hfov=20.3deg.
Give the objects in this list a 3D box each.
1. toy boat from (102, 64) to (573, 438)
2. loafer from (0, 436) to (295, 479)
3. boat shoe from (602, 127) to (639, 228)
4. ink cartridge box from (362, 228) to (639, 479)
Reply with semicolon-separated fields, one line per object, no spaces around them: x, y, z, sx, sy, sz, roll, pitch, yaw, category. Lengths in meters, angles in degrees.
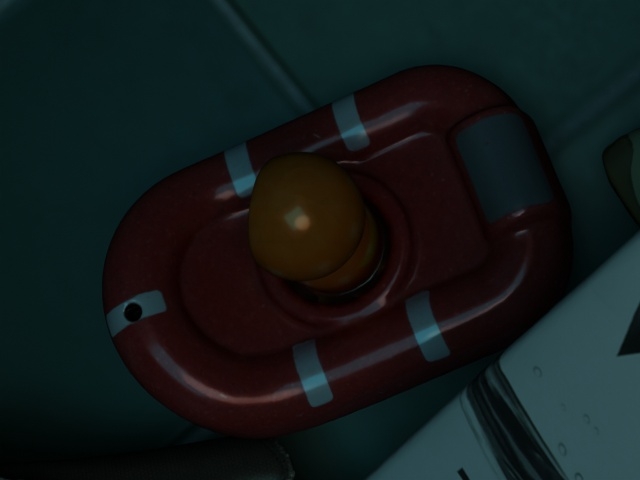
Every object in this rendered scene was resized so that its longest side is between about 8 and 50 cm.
0.000;0.000;0.860;0.231;0.151;0.151;-24;71;9;toy boat
-0.063;0.161;0.919;0.365;0.134;0.130;17;69;-2;loafer
0.282;0.058;0.852;0.123;0.123;0.342;-39;81;10;boat shoe
0.207;0.124;0.707;0.285;0.166;0.395;55;139;13;ink cartridge box
